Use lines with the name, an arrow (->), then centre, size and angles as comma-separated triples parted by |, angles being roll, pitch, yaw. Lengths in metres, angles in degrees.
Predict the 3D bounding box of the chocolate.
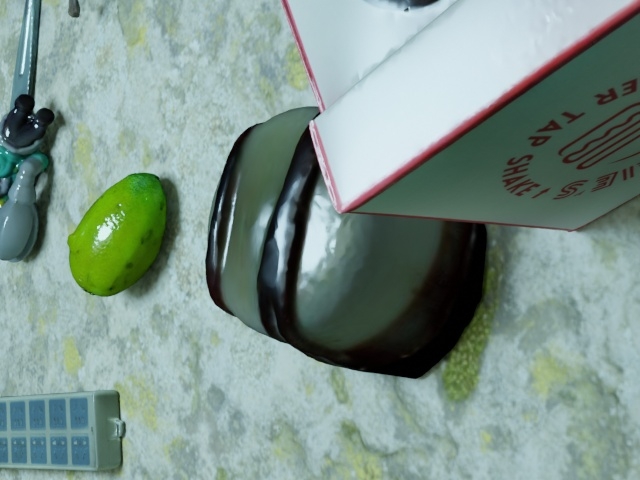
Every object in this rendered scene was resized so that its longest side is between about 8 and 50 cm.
chocolate -> 0.000, 0.000, 1.037 | 0.283, 0.186, 0.284 | -1, 88, 44

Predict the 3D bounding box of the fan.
fan -> -0.440, -0.317, 1.586 | 0.057, 0.023, 0.282 | 13, 98, 52

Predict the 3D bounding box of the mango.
mango -> -0.260, -0.010, 1.348 | 0.178, 0.100, 0.119 | -55, 51, 18

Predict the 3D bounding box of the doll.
doll -> -0.496, -0.092, 1.534 | 0.194, 0.153, 0.258 | 13, 114, 7

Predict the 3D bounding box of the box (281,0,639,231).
box -> 0.173, -0.206, 0.792 | 0.314, 0.312, 0.300 | -34, 65, 39

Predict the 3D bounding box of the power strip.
power strip -> -0.404, 0.273, 1.512 | 0.367, 0.043, 0.106 | -11, 80, 43

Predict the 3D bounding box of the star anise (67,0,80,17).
star anise -> -0.289, -0.416, 1.398 | 0.209, 0.089, 0.231 | 1, 78, 52
